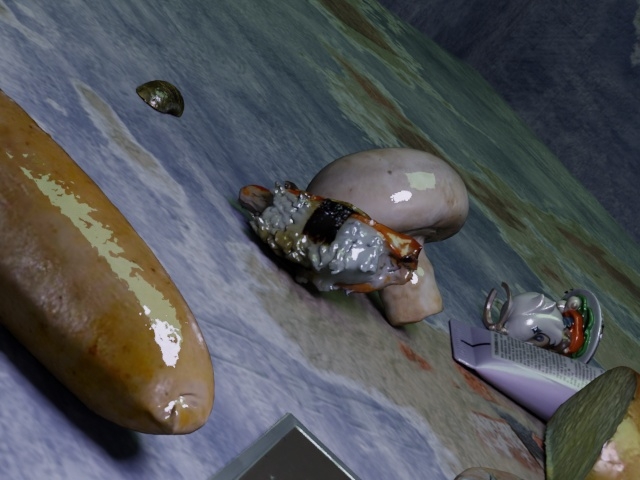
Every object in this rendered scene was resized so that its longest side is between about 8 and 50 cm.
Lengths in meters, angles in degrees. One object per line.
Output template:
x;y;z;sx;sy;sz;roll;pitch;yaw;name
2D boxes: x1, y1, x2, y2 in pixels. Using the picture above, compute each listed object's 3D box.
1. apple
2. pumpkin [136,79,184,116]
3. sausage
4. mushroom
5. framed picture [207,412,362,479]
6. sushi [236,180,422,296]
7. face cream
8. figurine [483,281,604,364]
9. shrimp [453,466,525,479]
0.340;0.271;1.868;0.179;0.254;0.346;0;11;7;apple
-0.188;-0.176;1.993;0.050;0.028;0.083;46;19;11;pumpkin
-0.255;-0.043;1.228;0.501;0.123;0.136;44;17;7;sausage
0.071;-0.015;1.953;0.206;0.209;0.206;10;14;-3;mushroom
0.010;0.235;1.322;0.197;0.014;0.252;43;14;5;framed picture
-0.002;0.001;1.818;0.226;0.097;0.103;25;12;23;sushi
0.287;0.182;2.093;0.274;0.096;0.154;27;18;-5;face cream
0.297;0.109;2.286;0.154;0.132;0.132;18;24;-26;figurine
0.232;0.312;1.575;0.178;0.075;0.289;6;38;-54;shrimp
